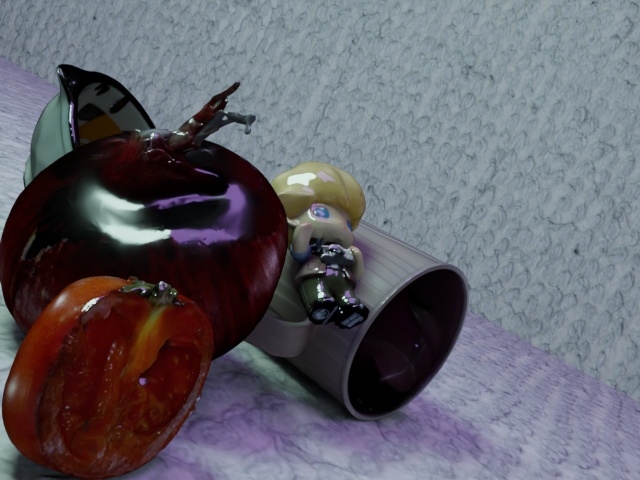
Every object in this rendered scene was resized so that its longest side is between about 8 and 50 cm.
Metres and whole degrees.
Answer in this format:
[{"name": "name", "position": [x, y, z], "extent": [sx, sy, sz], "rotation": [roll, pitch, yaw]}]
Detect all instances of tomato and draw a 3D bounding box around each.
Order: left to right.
[{"name": "tomato", "position": [-0.157, 0.085, 0.494], "extent": [0.091, 0.138, 0.159], "rotation": [16, -1, 27]}]

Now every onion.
[{"name": "onion", "position": [-0.156, -0.018, 0.651], "extent": [0.273, 0.285, 0.273], "rotation": [7, 38, -6]}]

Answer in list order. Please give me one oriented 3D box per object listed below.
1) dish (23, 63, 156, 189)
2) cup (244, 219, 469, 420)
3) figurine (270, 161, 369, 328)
[{"name": "dish", "position": [-0.289, -0.071, 0.921], "extent": [0.120, 0.302, 0.303], "rotation": [-18, 0, 12]}, {"name": "cup", "position": [0.000, 0.087, 0.893], "extent": [0.288, 0.208, 0.273], "rotation": [-33, 46, -30]}, {"name": "figurine", "position": [0.000, 0.000, 0.751], "extent": [0.114, 0.108, 0.196], "rotation": [8, 40, -19]}]
